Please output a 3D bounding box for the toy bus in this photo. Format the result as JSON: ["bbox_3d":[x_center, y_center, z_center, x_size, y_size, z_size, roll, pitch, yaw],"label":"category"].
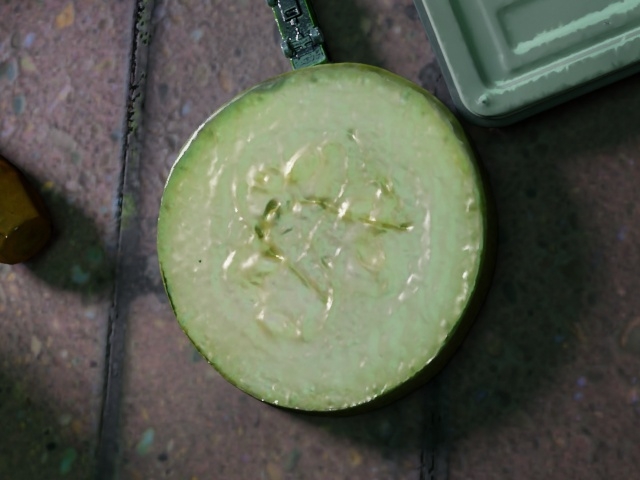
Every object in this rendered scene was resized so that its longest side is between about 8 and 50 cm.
[{"bbox_3d":[-0.016,-0.161,1.124,0.031,0.037,0.083,-22,73,12],"label":"toy bus"}]

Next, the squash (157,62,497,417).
[{"bbox_3d":[0.000,0.000,1.078,0.252,0.049,0.252,-4,78,18],"label":"squash"}]

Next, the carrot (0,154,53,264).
[{"bbox_3d":[-0.313,-0.072,1.192,0.260,0.070,0.070,36,91,24],"label":"carrot"}]

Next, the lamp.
[{"bbox_3d":[0.174,-0.240,1.018,0.269,0.047,0.266,-22,97,13],"label":"lamp"}]
